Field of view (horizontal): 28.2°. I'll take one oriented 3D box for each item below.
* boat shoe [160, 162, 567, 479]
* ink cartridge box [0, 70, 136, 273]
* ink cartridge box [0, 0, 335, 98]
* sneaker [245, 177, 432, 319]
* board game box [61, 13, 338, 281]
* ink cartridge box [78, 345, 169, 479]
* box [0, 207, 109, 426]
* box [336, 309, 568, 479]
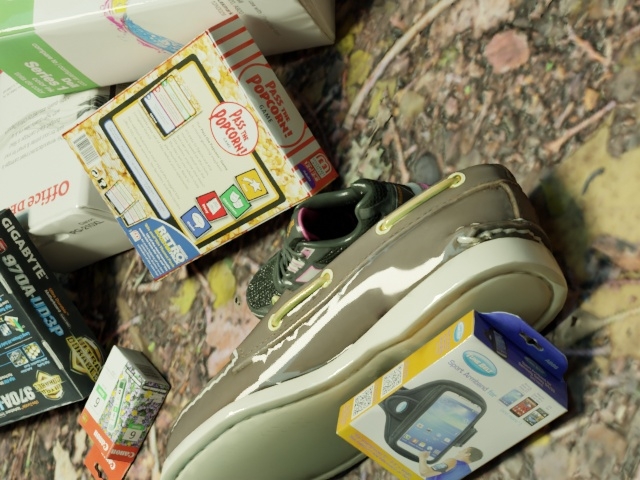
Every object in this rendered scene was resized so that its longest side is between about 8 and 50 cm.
[{"bbox_3d":[0.013,0.071,0.842,0.324,0.116,0.097,-38,46,28],"label":"boat shoe"},{"bbox_3d":[-0.220,-0.104,1.175,0.172,0.100,0.237,-19,62,43],"label":"ink cartridge box"},{"bbox_3d":[-0.131,-0.247,1.039,0.278,0.117,0.201,-7,68,19],"label":"ink cartridge box"},{"bbox_3d":[0.000,0.000,0.907,0.178,0.077,0.072,-37,50,35],"label":"sneaker"},{"bbox_3d":[-0.100,-0.067,1.006,0.193,0.045,0.147,-26,99,40],"label":"board game box"},{"bbox_3d":[-0.176,0.155,1.083,0.063,0.029,0.115,38,104,48],"label":"ink cartridge box"},{"bbox_3d":[-0.309,0.082,1.164,0.220,0.051,0.175,-22,104,42],"label":"box"},{"bbox_3d":[0.084,0.098,0.772,0.136,0.081,0.028,-40,22,33],"label":"box"}]
